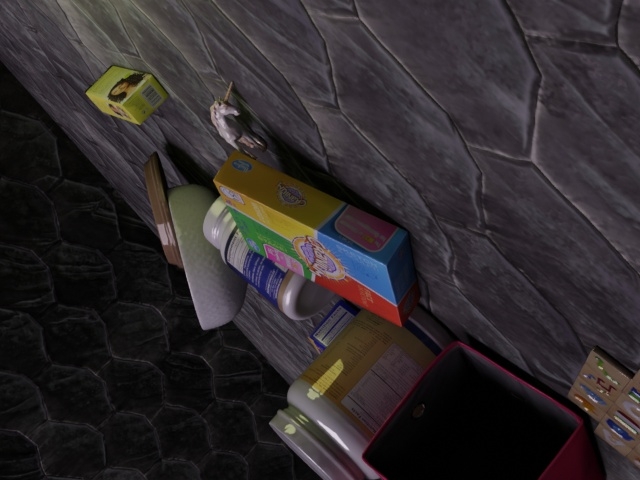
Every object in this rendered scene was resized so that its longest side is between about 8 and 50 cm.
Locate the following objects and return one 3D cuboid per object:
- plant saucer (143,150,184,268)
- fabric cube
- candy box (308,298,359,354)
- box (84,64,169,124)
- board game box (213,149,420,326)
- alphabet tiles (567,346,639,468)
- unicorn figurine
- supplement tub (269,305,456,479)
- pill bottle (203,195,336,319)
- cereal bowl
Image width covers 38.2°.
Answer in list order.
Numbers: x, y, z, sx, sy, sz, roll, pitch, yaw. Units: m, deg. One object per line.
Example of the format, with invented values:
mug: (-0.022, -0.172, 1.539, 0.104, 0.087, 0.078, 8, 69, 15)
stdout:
plant saucer: (-0.359, -0.066, 2.122, 0.278, 0.041, 0.278, 166, 90, -83)
fabric cube: (0.269, 0.365, 1.489, 0.259, 0.254, 0.258, 32, 167, 38)
candy box: (0.149, 0.304, 1.955, 0.317, 0.122, 0.268, 35, 164, 39)
box: (-0.386, -0.289, 1.819, 0.058, 0.087, 0.232, 50, 165, -31)
board game box: (0.000, 0.000, 1.474, 0.316, 0.064, 0.242, 26, 161, 23)
alphabet tiles: (0.449, 0.261, 1.181, 0.285, 0.011, 0.342, 39, 166, 20)
unicorn figurine: (-0.134, -0.175, 1.474, 0.111, 0.060, 0.162, 42, 165, -9)
supplement tub: (0.085, 0.271, 1.619, 0.228, 0.316, 0.228, 41, 167, 12)
pill bottle: (-0.092, 0.018, 1.736, 0.264, 0.153, 0.153, 37, 165, 30)
cereal bowl: (-0.242, 0.027, 2.104, 0.339, 0.141, 0.339, 165, 90, -83)
